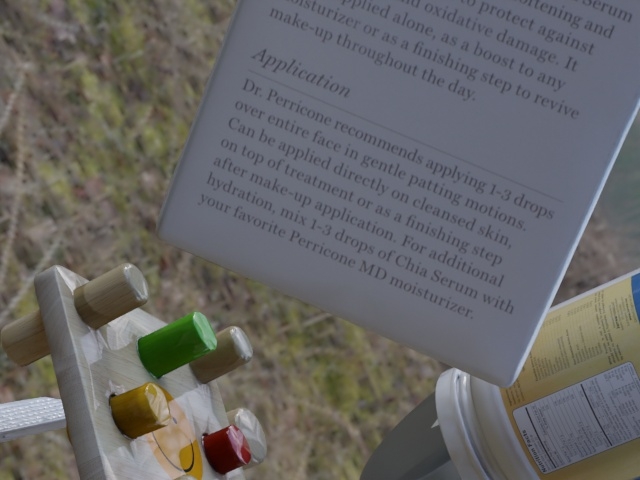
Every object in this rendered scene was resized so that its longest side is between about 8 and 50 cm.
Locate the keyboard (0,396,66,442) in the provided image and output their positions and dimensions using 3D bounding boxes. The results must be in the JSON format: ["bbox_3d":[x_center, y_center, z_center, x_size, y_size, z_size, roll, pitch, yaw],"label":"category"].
[{"bbox_3d":[-0.266,0.152,1.203,0.256,0.072,0.014,6,96,-74],"label":"keyboard"}]

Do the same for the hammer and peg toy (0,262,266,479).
[{"bbox_3d":[-0.103,0.186,1.180,0.361,0.127,0.266,40,27,-58],"label":"hammer and peg toy"}]

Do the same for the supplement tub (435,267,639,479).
[{"bbox_3d":[0.200,0.114,1.028,0.144,0.200,0.144,46,29,-34],"label":"supplement tub"}]

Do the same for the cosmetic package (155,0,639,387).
[{"bbox_3d":[0.098,-0.174,0.811,0.230,0.453,0.161,24,14,6],"label":"cosmetic package"}]

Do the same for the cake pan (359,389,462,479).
[{"bbox_3d":[0.155,0.203,1.475,0.054,0.293,0.293,52,18,-6],"label":"cake pan"}]
